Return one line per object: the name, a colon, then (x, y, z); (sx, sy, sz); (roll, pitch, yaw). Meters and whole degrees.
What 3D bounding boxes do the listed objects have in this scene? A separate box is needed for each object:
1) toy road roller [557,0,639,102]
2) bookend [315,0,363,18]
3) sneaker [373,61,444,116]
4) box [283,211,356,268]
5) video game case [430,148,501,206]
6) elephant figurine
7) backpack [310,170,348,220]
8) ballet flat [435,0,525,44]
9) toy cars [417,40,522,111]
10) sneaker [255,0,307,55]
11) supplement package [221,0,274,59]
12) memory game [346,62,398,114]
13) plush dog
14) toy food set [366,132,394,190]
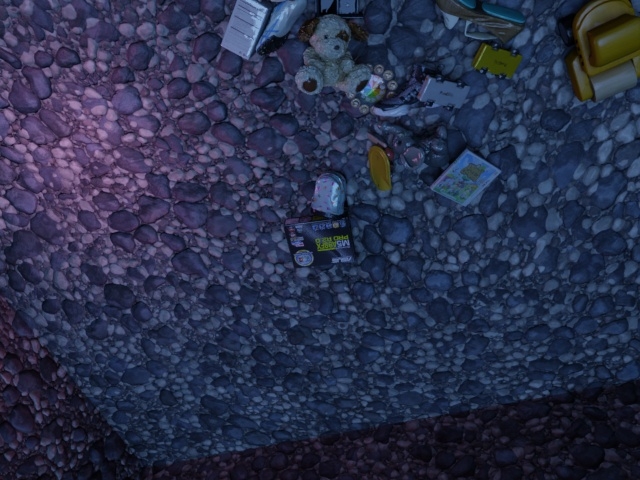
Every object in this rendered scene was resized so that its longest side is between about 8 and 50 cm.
toy road roller: (0.887, -0.581, 1.591); (0.202, 0.241, 0.330); (-22, 116, 18)
bookend: (0.061, -0.794, 1.648); (0.157, 0.072, 0.156); (2, 121, 4)
sneaker: (0.304, -0.522, 1.771); (0.268, 0.101, 0.153); (-12, 118, 3)
box: (0.000, 0.000, 2.142); (0.269, 0.060, 0.217); (-6, 120, 9)
video game case: (0.540, -0.228, 1.918); (0.212, 0.023, 0.193); (19, 125, -36)
elephant figurine: (0.337, -0.339, 1.862); (0.239, 0.169, 0.186); (-5, 83, 15)
backpack: (0.038, -0.176, 1.997); (0.151, 0.115, 0.182); (13, 115, 7)
ballet flat: (0.477, -0.717, 1.645); (0.342, 0.116, 0.124); (19, 141, -10)
toy cars: (0.479, -0.548, 1.699); (0.393, 0.087, 0.177); (-31, 138, -4)
sneaker: (-0.138, -0.717, 1.708); (0.086, 0.085, 0.237); (47, 107, 20)
supplement package: (-0.241, -0.713, 1.709); (0.105, 0.105, 0.179); (26, 120, -7)
memory game: (0.183, -0.534, 1.828); (0.186, 0.012, 0.186); (3, 121, 5)
plush dog: (0.030, -0.615, 1.681); (0.262, 0.211, 0.226); (-6, 130, -20)
toy food set: (0.241, -0.293, 1.917); (0.071, 0.128, 0.218); (-24, 126, -22)
